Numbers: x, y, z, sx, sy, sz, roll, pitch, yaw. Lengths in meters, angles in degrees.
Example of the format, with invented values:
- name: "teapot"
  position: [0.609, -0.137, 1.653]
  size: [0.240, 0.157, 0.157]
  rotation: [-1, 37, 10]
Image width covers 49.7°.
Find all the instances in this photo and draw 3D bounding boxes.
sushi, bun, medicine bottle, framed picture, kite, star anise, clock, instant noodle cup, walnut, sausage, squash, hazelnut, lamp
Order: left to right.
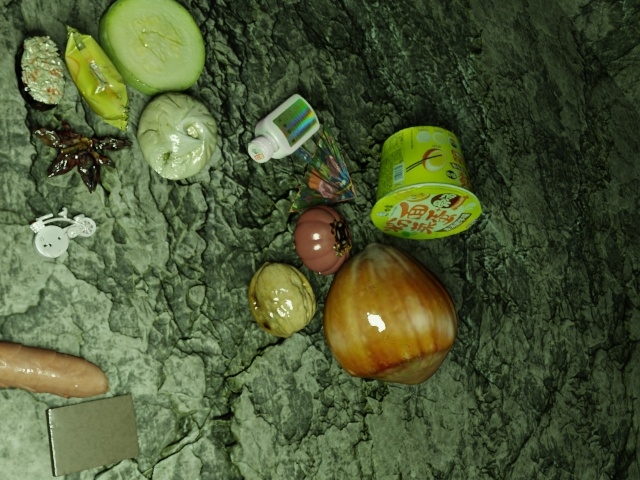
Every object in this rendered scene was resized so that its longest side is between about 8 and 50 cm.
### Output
- name: "sausage"
  position: [-0.584, 0.227, 1.259]
  size: [0.433, 0.088, 0.087]
  rotation: [19, 66, -35]
- name: "sushi"
  position: [-0.577, -0.343, 1.422]
  size: [0.091, 0.078, 0.150]
  rotation: [-1, 80, -39]
- name: "clock"
  position: [-0.524, -0.020, 1.401]
  size: [0.129, 0.041, 0.087]
  rotation: [-30, 101, -35]
- name: "star anise"
  position: [-0.505, -0.174, 1.451]
  size: [0.212, 0.053, 0.157]
  rotation: [19, 66, -36]
- name: "framed picture"
  position: [-0.448, 0.382, 1.364]
  size: [0.169, 0.023, 0.127]
  rotation: [-3, 79, -39]
- name: "squash"
  position: [-0.391, -0.460, 1.624]
  size: [0.252, 0.049, 0.252]
  rotation: [11, 72, -37]
- name: "bun"
  position: [-0.320, -0.239, 1.571]
  size: [0.178, 0.128, 0.193]
  rotation: [28, 64, -32]
- name: "walnut"
  position: [-0.094, 0.135, 1.631]
  size: [0.155, 0.155, 0.184]
  rotation: [-22, 84, -40]
- name: "medicine bottle"
  position: [-0.100, -0.282, 1.790]
  size: [0.115, 0.078, 0.219]
  rotation: [55, 52, -16]
- name: "lamp"
  position: [0.000, 0.000, 1.765]
  size: [0.182, 0.140, 0.182]
  rotation: [22, 63, -53]
- name: "kite"
  position: [0.013, -0.175, 1.897]
  size: [0.234, 0.016, 0.321]
  rotation: [37, 59, -28]
- name: "hazelnut"
  position: [0.179, 0.185, 1.741]
  size: [0.372, 0.315, 0.372]
  rotation: [28, 56, -50]
- name: "instant noodle cup"
  position: [0.294, -0.166, 1.954]
  size: [0.311, 0.311, 0.221]
  rotation: [21, 57, -33]

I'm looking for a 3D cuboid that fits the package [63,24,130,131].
- name: "package"
  position: [-0.473, -0.339, 1.459]
  size: [0.090, 0.168, 0.226]
  rotation: [-33, 98, -16]
